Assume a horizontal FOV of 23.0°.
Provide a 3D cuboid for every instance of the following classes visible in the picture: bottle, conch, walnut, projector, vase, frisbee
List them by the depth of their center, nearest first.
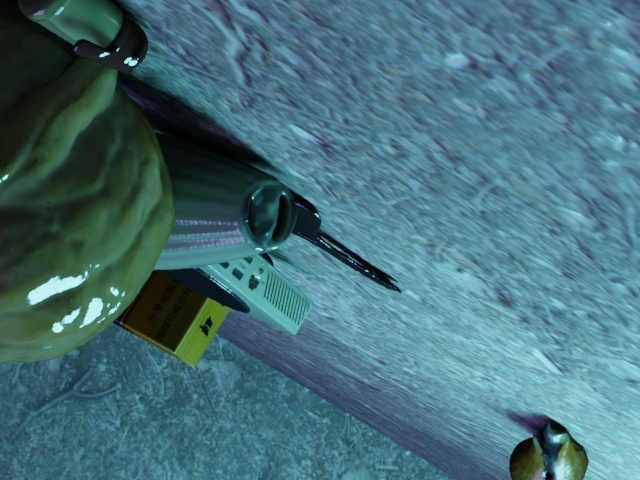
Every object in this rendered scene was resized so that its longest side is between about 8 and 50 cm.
[{"bbox_3d":[-0.159,-0.149,1.086,0.047,0.063,0.101,-12,148,34],"label":"bottle"},{"bbox_3d":[-0.258,-0.049,1.241,0.296,0.285,0.285,47,168,-14],"label":"walnut"},{"bbox_3d":[-0.125,-0.032,1.397,0.248,0.128,0.128,7,156,47],"label":"vase"},{"bbox_3d":[0.000,0.000,1.495,0.187,0.012,0.211,34,171,-21],"label":"frisbee"},{"bbox_3d":[-0.159,-0.008,1.754,0.259,0.079,0.257,25,170,36],"label":"projector"},{"bbox_3d":[0.269,0.271,1.867,0.086,0.080,0.233,23,170,1],"label":"conch"}]

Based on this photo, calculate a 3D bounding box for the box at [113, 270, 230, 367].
[{"bbox_3d":[-0.221,0.041,2.002,0.237,0.152,0.070,25,169,31],"label":"box"}]
